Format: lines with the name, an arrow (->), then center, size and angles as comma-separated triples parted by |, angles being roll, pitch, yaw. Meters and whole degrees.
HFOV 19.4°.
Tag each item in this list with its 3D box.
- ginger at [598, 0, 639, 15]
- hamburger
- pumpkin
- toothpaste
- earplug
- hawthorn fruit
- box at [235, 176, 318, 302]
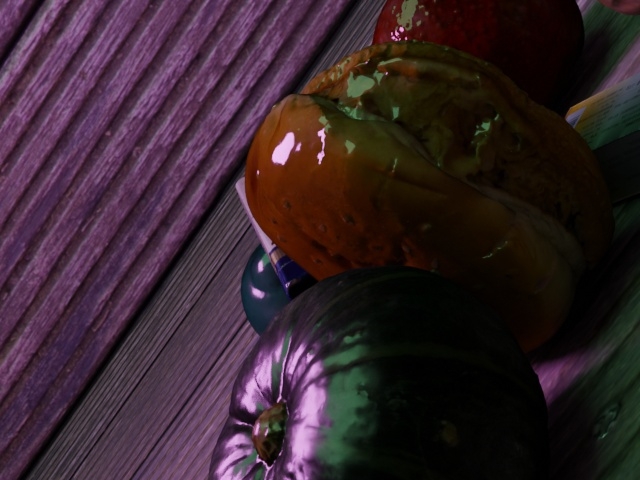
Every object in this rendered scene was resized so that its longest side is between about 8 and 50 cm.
ginger -> 0.295, -0.291, 1.743 | 0.138, 0.152, 0.267 | -29, 34, 8
hamburger -> 0.079, -0.024, 1.519 | 0.170, 0.290, 0.314 | -57, 5, -20
pumpkin -> 0.044, 0.165, 1.361 | 0.300, 0.207, 0.300 | -49, 26, 34
toothpaste -> 0.268, -0.094, 1.467 | 0.089, 0.071, 0.313 | -58, 10, -17
earplug -> -0.030, 0.095, 2.030 | 0.257, 0.280, 0.164 | -21, 52, 10
hawthorn fruit -> 0.140, -0.165, 1.921 | 0.230, 0.210, 0.266 | -107, 39, -73
box -> 0.022, -0.020, 1.829 | 0.168, 0.071, 0.259 | -27, 29, -1
